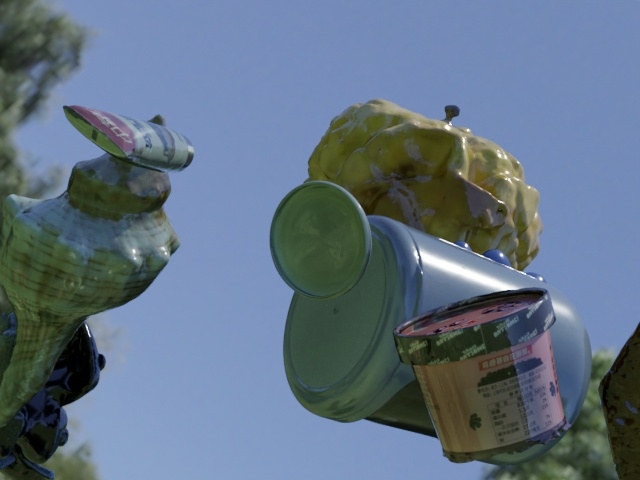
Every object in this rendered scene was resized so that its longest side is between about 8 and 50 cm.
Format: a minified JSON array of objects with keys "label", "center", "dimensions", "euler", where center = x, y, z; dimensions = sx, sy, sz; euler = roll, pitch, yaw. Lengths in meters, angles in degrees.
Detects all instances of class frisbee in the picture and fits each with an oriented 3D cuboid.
[{"label":"frisbee","center":[0.000,0.000,1.419],"dimensions":[0.110,0.014,0.110],"euler":[2,-86,34]}]

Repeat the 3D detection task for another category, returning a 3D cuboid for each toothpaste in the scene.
[{"label":"toothpaste","center":[-0.150,-0.080,1.259],"dimensions":[0.062,0.039,0.239],"euler":[38,6,8]}]

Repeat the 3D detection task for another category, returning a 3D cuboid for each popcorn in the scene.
[{"label":"popcorn","center":[0.124,-0.013,2.139],"dimensions":[0.349,0.381,0.349],"euler":[25,1,-1]}]

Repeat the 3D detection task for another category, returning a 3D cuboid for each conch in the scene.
[{"label":"conch","center":[-0.279,0.018,1.656],"dimensions":[0.169,0.386,0.203],"euler":[42,14,-18]}]

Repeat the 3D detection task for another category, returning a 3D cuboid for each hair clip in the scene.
[{"label":"hair clip","center":[-0.415,0.193,1.907],"dimensions":[0.194,0.206,0.310],"euler":[11,-14,-44]}]

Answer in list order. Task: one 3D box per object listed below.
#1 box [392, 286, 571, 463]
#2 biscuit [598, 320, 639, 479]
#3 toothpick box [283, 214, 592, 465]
[{"label":"box","center":[0.157,0.128,1.436],"dimensions":[0.151,0.151,0.135],"euler":[-9,-81,60]},{"label":"biscuit","center":[0.525,0.216,1.925],"dimensions":[0.359,0.359,0.046],"euler":[40,6,7]},{"label":"toothpick box","center":[0.162,0.119,1.801],"dimensions":[0.355,0.263,0.263],"euler":[21,-13,-30]}]
